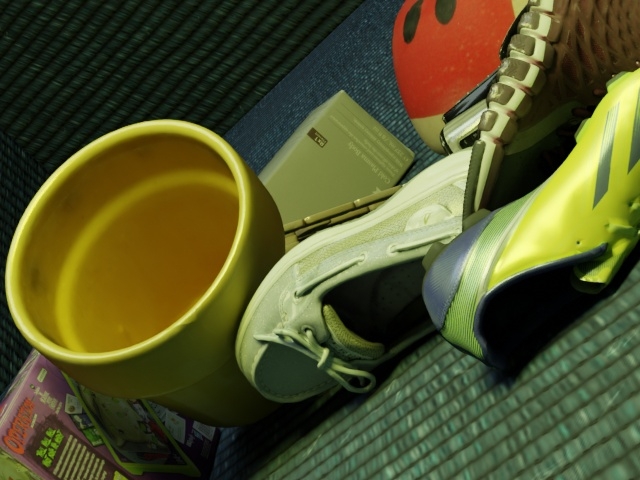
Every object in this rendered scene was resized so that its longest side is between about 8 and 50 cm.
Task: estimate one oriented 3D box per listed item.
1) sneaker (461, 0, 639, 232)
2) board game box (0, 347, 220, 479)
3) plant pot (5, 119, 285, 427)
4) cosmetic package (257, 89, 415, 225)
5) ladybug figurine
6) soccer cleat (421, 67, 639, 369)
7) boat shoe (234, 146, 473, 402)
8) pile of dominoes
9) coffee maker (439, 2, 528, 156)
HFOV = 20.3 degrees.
[{"bbox_3d":[0.215,-0.105,1.329,0.106,0.163,0.281,53,-123,-77],"label":"sneaker"},{"bbox_3d":[-0.202,0.195,1.667,0.056,0.208,0.347,-44,9,14],"label":"board game box"},{"bbox_3d":[-0.124,0.053,1.672,0.254,0.239,0.254,-15,55,22],"label":"plant pot"},{"bbox_3d":[-0.016,-0.042,2.064,0.238,0.127,0.107,-54,11,-27],"label":"cosmetic package"},{"bbox_3d":[0.203,-0.234,1.782,0.305,0.162,0.449,-52,11,-27],"label":"ladybug figurine"},{"bbox_3d":[0.199,-0.021,1.246,0.289,0.093,0.121,-42,41,6],"label":"soccer cleat"},{"bbox_3d":[0.050,0.046,1.470,0.320,0.118,0.103,-34,33,27],"label":"boat shoe"},{"bbox_3d":[0.000,0.000,1.894,0.251,0.040,0.196,-19,-5,-23],"label":"pile of dominoes"},{"bbox_3d":[0.207,-0.117,1.501,0.178,0.120,0.171,-41,-28,27],"label":"coffee maker"}]
